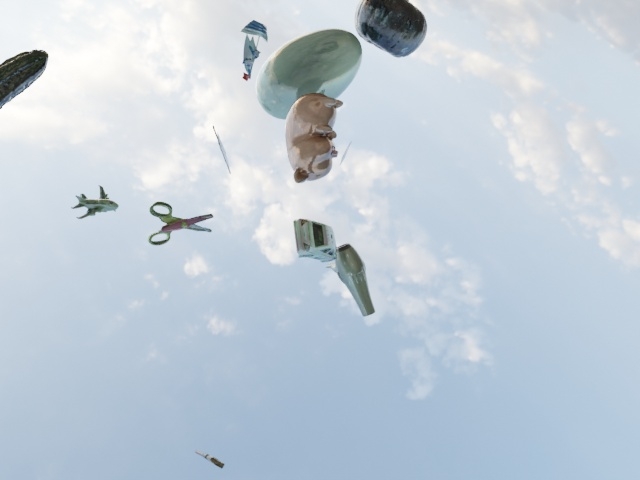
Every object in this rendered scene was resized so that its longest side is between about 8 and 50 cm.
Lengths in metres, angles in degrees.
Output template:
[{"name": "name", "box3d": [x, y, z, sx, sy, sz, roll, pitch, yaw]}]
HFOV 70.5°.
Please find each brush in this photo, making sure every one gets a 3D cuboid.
[{"name": "brush", "box3d": [-0.282, 0.536, 1.120, 0.043, 0.170, 0.014, 42, -122, -15]}]

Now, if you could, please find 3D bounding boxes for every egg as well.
[{"name": "egg", "box3d": [-0.038, -0.522, 1.424, 0.230, 0.370, 0.230, 50, -154, -34]}]

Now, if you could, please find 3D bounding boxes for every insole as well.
[{"name": "insole", "box3d": [0.077, -0.269, 1.404, 0.002, 0.153, 0.053, 32, -100, 1]}]

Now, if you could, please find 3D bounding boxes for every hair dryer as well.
[{"name": "hair dryer", "box3d": [0.098, 0.142, 1.454, 0.092, 0.267, 0.229, -23, -103, -13]}]

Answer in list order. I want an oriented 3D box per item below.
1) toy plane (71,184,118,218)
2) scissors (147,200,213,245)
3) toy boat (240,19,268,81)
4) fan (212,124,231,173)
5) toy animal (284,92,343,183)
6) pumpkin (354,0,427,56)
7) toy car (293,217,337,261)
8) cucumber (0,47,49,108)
[{"name": "toy plane", "box3d": [-0.399, -0.064, 0.810, 0.083, 0.033, 0.080, 9, -129, 5]}, {"name": "scissors", "box3d": [-0.403, -0.049, 1.316, 0.187, 0.134, 0.020, -2, -154, -33]}, {"name": "toy boat", "box3d": [-0.184, -0.499, 1.169, 0.034, 0.105, 0.149, 28, -92, 23]}, {"name": "fan", "box3d": [-0.343, -0.324, 1.559, 0.009, 0.220, 0.132, -18, -112, -5]}, {"name": "toy animal", "box3d": [-0.026, -0.291, 1.290, 0.153, 0.250, 0.166, 10, -167, 24]}, {"name": "pumpkin", "box3d": [0.219, -0.674, 1.404, 0.233, 0.163, 0.233, 26, -156, -12]}, {"name": "toy car", "box3d": [0.000, 0.000, 1.146, 0.224, 0.076, 0.090, 18, -118, -65]}, {"name": "cucumber", "box3d": [-0.703, -0.332, 0.987, 0.077, 0.077, 0.265, 30, -119, -3]}]
